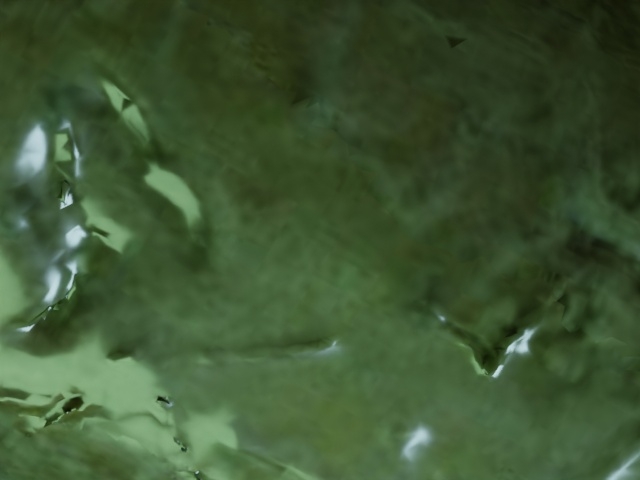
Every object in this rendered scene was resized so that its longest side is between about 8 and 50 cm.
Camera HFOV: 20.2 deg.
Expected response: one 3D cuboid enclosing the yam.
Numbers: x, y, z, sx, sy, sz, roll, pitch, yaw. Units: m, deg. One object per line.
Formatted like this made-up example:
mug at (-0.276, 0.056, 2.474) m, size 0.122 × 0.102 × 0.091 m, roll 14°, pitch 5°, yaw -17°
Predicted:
yam at (0.000, 0.000, 0.421) m, size 0.300 × 0.195 × 0.195 m, roll 31°, pitch 156°, yaw -12°
